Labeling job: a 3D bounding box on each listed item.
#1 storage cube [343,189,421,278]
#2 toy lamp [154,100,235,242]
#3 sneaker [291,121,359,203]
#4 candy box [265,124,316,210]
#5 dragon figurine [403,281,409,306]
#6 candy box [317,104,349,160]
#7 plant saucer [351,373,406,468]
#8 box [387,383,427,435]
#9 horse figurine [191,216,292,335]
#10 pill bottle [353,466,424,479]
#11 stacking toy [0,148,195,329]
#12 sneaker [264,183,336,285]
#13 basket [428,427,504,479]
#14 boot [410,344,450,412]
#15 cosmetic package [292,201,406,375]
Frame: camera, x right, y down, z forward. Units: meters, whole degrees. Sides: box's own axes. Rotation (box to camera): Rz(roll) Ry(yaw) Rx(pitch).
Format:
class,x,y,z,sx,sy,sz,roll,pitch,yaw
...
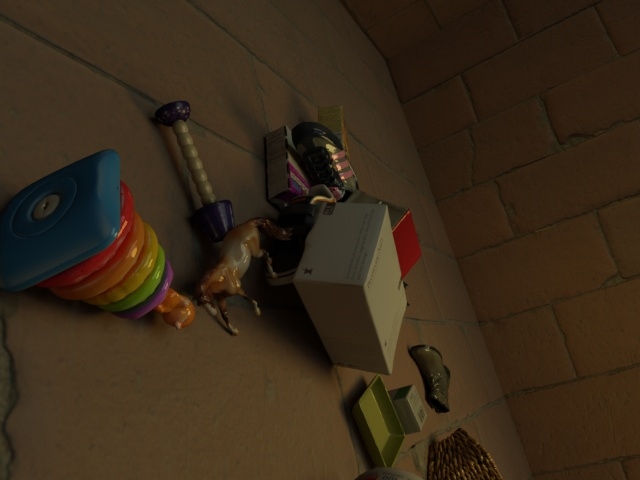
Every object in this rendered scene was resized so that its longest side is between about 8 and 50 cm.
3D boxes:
class,x,y,z,sx,sy,sz,roll,pitch,yaw
storage cube,0.133,0.009,1.380,0.215,0.184,0.193,-48,141,-19
toy lamp,-0.237,-0.128,0.987,0.274,0.080,0.080,66,23,4
sneaker,0.025,-0.179,1.367,0.319,0.112,0.130,45,35,-48
candy box,-0.073,-0.170,1.378,0.159,0.071,0.233,43,33,-47
dragon figurine,0.227,0.143,1.720,0.144,0.085,0.289,51,29,-33
candy box,0.044,-0.264,1.632,0.182,0.088,0.316,75,11,-45
plant saucer,0.141,0.457,1.295,0.188,0.045,0.188,67,23,1
box,0.229,0.469,1.421,0.101,0.087,0.101,67,23,2
horse figurine,-0.143,0.048,0.945,0.263,0.066,0.174,-65,144,-33
pill bottle,0.069,0.553,0.820,0.408,0.229,0.228,-4,72,-66
stacking toy,-0.266,0.041,0.706,0.301,0.166,0.175,57,10,-50
sneaker,-0.050,-0.024,1.187,0.321,0.126,0.127,-54,130,-54
basket,0.435,0.765,1.586,0.299,0.223,0.213,59,-9,-17
boot,0.391,0.480,1.777,0.246,0.084,0.161,50,34,-31
cosmetic package,0.082,0.116,1.150,0.384,0.157,0.217,70,32,-50
